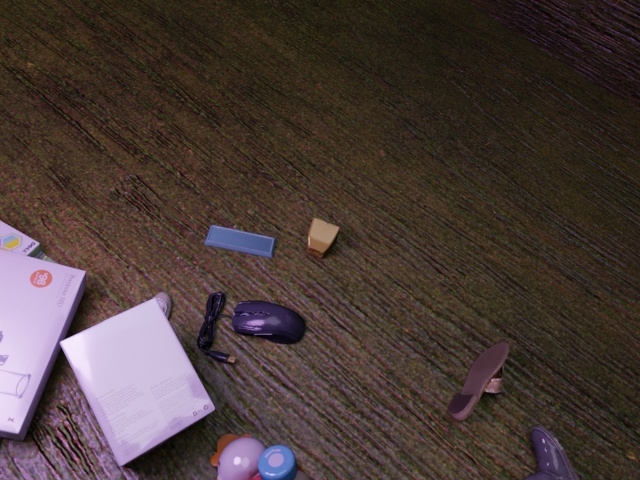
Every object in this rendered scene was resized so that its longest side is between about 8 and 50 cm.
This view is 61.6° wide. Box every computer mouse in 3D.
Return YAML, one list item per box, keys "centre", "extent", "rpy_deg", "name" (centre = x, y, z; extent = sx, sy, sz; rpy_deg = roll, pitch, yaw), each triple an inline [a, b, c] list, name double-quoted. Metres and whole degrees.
- centre: [-0.173, 0.221, 1.328]
  extent: [0.262, 0.060, 0.184]
  rpy_deg: [16, 54, 0]
  name: "computer mouse"

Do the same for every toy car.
- centre: [-0.159, 0.493, 1.095]
  extent: [0.210, 0.219, 0.238]
  rpy_deg: [-30, 37, -26]
  name: "toy car"

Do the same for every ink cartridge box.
- centre: [-0.769, 0.037, 1.334]
  extent: [0.209, 0.062, 0.109]
  rpy_deg: [28, 55, 8]
  name: "ink cartridge box"

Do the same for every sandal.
- centre: [0.414, 0.369, 1.349]
  extent: [0.240, 0.088, 0.079]
  rpy_deg: [-45, 105, -25]
  name: "sandal"

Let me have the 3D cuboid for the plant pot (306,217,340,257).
- centre: [0.000, 0.000, 1.504]
  extent: [0.082, 0.081, 0.083]
  rpy_deg: [21, 67, 3]
  name: "plant pot"

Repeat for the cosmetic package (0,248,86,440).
- centre: [-0.715, 0.206, 1.158]
  extent: [0.285, 0.097, 0.377]
  rpy_deg: [17, 56, -15]
  name: "cosmetic package"

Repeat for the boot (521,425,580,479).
- centre: [0.479, 0.551, 1.233]
  extent: [0.209, 0.076, 0.189]
  rpy_deg: [-19, 59, -15]
  name: "boot"

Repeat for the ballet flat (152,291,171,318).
- centre: [-0.404, 0.192, 1.307]
  extent: [0.057, 0.052, 0.168]
  rpy_deg: [12, 54, -3]
  name: "ballet flat"

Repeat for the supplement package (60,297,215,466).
- centre: [-0.378, 0.298, 1.121]
  extent: [0.199, 0.198, 0.262]
  rpy_deg: [-26, 78, -26]
  name: "supplement package"

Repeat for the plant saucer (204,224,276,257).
- centre: [-0.221, 0.000, 1.495]
  extent: [0.192, 0.018, 0.067]
  rpy_deg: [12, 55, -4]
  name: "plant saucer"
